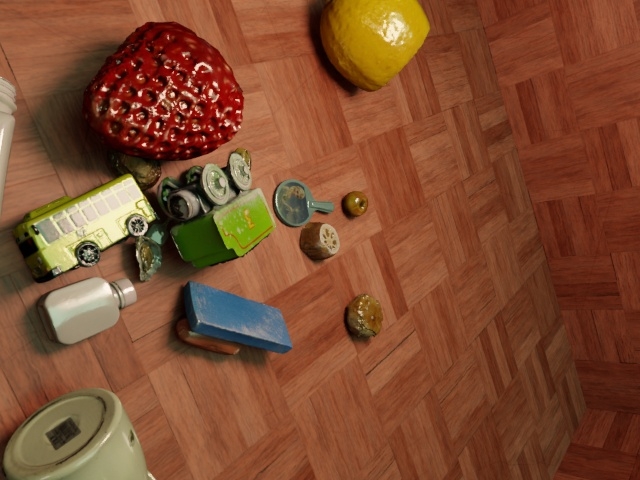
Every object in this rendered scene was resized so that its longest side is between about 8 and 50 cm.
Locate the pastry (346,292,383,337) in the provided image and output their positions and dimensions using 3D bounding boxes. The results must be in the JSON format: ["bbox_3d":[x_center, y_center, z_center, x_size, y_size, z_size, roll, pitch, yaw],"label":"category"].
[{"bbox_3d":[0.151,0.255,1.661,0.153,0.081,0.154,21,60,-40],"label":"pastry"}]

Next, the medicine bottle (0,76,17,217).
[{"bbox_3d":[-0.638,-0.140,0.893,0.124,0.179,0.325,13,75,-42],"label":"medicine bottle"}]

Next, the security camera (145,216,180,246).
[{"bbox_3d":[-0.392,-0.029,1.212,0.058,0.058,0.092,48,67,-28],"label":"security camera"}]

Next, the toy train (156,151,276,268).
[{"bbox_3d":[-0.255,-0.073,1.222,0.249,0.173,0.307,69,23,-13],"label":"toy train"}]

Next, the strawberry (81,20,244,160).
[{"bbox_3d":[-0.357,-0.322,1.096,0.318,0.295,0.345,66,30,-18],"label":"strawberry"}]

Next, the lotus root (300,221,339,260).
[{"bbox_3d":[0.001,-0.002,1.564,0.122,0.081,0.112,48,47,-28],"label":"lotus root"}]

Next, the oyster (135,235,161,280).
[{"bbox_3d":[-0.418,0.044,1.163,0.098,0.037,0.101,45,57,-69],"label":"oyster"}]

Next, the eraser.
[{"bbox_3d":[-0.213,0.206,1.288,0.311,0.043,0.144,26,28,-41],"label":"eraser"}]

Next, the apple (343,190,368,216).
[{"bbox_3d":[0.121,-0.126,1.694,0.089,0.074,0.090,5,82,-43],"label":"apple"}]

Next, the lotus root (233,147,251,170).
[{"bbox_3d":[-0.224,-0.215,1.393,0.054,0.049,0.099,10,76,-51],"label":"lotus root"}]

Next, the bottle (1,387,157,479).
[{"bbox_3d":[-0.438,0.480,0.964,0.229,0.229,0.352,-40,131,-40],"label":"bottle"}]

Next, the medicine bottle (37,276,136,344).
[{"bbox_3d":[-0.498,0.142,1.062,0.183,0.069,0.119,-24,99,-42],"label":"medicine bottle"}]

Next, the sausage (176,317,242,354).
[{"bbox_3d":[-0.279,0.245,1.253,0.194,0.077,0.077,27,66,-38],"label":"sausage"}]

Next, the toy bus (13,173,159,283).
[{"bbox_3d":[-0.501,-0.030,1.046,0.262,0.128,0.150,-40,110,-41],"label":"toy bus"}]

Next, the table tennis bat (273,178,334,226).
[{"bbox_3d":[-0.050,-0.115,1.557,0.237,0.038,0.149,5,80,-40],"label":"table tennis bat"}]

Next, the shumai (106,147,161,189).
[{"bbox_3d":[-0.429,-0.190,1.172,0.123,0.105,0.139,-49,142,-40],"label":"shumai"}]

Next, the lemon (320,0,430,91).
[{"bbox_3d":[0.161,-0.715,1.652,0.364,0.364,0.365,8,78,-43],"label":"lemon"}]
